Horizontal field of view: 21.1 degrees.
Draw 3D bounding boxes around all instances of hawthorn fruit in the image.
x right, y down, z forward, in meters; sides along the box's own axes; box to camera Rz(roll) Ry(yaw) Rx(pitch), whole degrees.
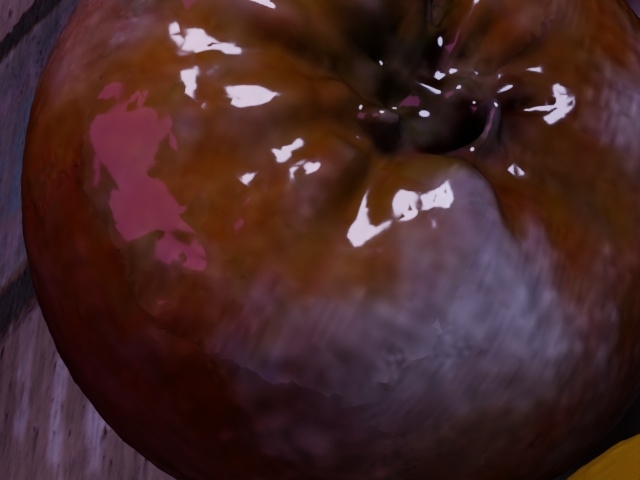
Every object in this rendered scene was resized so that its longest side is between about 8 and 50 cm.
[{"bbox_3d":[0.003,-0.021,0.608,0.263,0.231,0.235,17,79,56],"label":"hawthorn fruit"}]

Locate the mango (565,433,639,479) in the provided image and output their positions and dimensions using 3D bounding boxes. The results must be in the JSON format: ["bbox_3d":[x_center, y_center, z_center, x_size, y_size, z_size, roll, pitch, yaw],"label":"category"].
[{"bbox_3d":[0.091,0.172,0.469,0.176,0.119,0.317,41,114,45],"label":"mango"}]
